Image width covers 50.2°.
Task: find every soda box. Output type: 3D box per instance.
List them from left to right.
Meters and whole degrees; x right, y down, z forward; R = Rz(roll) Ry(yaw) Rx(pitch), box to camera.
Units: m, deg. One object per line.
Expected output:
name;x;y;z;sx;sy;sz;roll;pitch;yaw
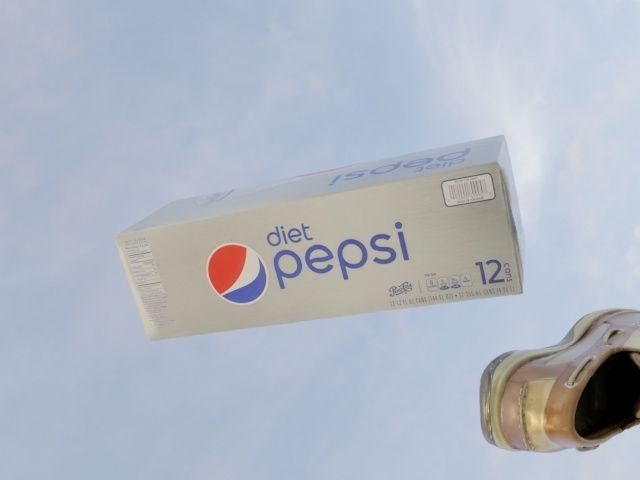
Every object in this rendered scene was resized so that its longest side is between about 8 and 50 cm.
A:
soda box;0.000;0.000;0.508;0.098;0.286;0.091;-48;-54;-64

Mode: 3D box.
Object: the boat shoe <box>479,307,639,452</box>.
boat shoe;0.310;0.153;0.727;0.324;0.120;0.123;-14;-84;-37
